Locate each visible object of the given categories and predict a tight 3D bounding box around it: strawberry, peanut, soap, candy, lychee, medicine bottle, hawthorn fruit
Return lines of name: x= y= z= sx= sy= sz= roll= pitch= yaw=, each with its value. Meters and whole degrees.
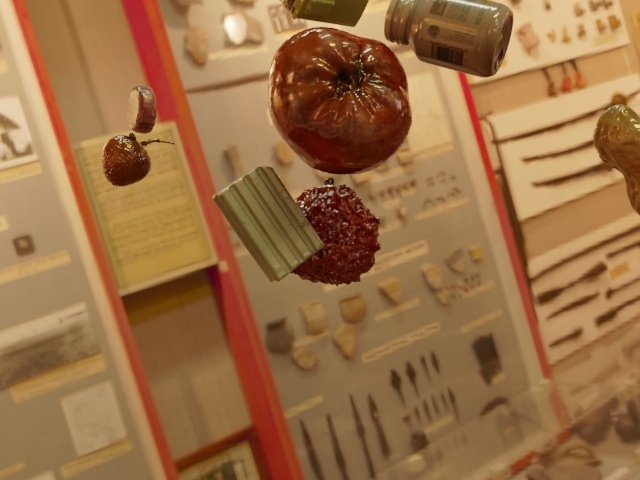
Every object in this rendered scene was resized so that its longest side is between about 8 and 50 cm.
strawberry: x=0.000 y=0.000 z=1.759 sx=0.234 sy=0.234 sz=0.178 roll=-15 pitch=8 yaw=27
peanut: x=0.655 y=-0.133 z=1.684 sx=0.153 sy=0.325 sz=0.140 roll=-44 pitch=10 yaw=15
soap: x=-0.097 y=-0.035 z=1.607 sx=0.119 sy=0.198 sz=0.066 roll=-37 pitch=11 yaw=-22
candy: x=-0.382 y=-0.280 z=1.840 sx=0.043 sy=0.103 sz=0.103 roll=4 pitch=-5 yaw=-26
lychee: x=-0.397 y=-0.170 z=1.786 sx=0.101 sy=0.114 sz=0.140 roll=-43 pitch=18 yaw=35
medicine bottle: x=0.231 y=-0.386 z=1.574 sx=0.215 sy=0.135 sz=0.135 roll=20 pitch=17 yaw=18
hawthorn fruit: x=0.034 y=-0.251 z=1.590 sx=0.284 sy=0.284 sz=0.284 roll=-17 pitch=4 yaw=1

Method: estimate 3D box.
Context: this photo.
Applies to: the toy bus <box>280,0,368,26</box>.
toy bus: x=0.006 y=-0.513 z=1.814 sx=0.175 sy=0.101 sz=0.088 roll=-2 pitch=-40 yaw=-37
